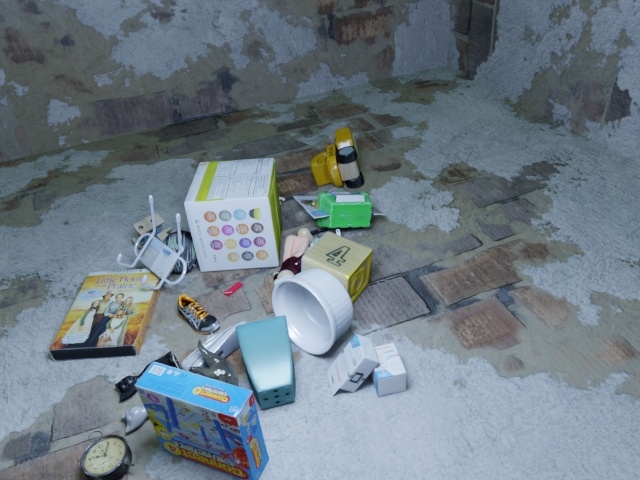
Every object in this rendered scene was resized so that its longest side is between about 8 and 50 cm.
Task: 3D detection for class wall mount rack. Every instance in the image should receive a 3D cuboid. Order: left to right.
[{"bbox_3d":[-0.638,0.011,2.081,0.350,0.130,0.304,29,89,36],"label":"wall mount rack"}]

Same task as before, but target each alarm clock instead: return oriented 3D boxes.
[{"bbox_3d":[-0.610,0.608,1.520,0.129,0.064,0.192,-28,44,-27],"label":"alarm clock"}]

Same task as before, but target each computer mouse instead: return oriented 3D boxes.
[{"bbox_3d":[0.000,0.000,2.291,0.105,0.042,0.193,-11,36,-9],"label":"computer mouse"}]

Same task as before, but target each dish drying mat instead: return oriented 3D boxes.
[{"bbox_3d":[-0.341,0.190,2.106,0.032,0.008,0.083,20,43,33],"label":"dish drying mat"}]

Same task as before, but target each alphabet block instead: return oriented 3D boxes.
[{"bbox_3d":[0.058,0.114,1.984,0.197,0.193,0.193,24,46,22],"label":"alphabet block"}]

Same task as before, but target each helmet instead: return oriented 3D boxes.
[{"bbox_3d":[-0.577,0.048,2.209,0.169,0.170,0.162,-2,23,4],"label":"helmet"}]

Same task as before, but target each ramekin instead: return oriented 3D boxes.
[{"bbox_3d":[-0.021,0.228,1.796,0.277,0.277,0.135,25,38,35],"label":"ramekin"}]

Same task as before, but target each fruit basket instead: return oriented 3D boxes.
[{"bbox_3d":[0.077,-0.168,2.393,0.326,0.166,0.353,-2,25,-17],"label":"fruit basket"}]

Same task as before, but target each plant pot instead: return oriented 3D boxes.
[{"bbox_3d":[-0.161,0.390,1.683,0.165,0.166,0.234,-11,44,-8],"label":"plant pot"}]

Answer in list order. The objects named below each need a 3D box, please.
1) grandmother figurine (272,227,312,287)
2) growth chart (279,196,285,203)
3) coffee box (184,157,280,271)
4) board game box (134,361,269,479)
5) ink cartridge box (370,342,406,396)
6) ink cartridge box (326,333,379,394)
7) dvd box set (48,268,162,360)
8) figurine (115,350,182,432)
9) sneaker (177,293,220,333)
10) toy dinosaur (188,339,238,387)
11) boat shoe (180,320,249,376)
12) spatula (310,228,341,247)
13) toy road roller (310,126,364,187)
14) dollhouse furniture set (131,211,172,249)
[{"bbox_3d":[-0.115,0.091,2.081,0.104,0.208,0.342,36,28,-13],"label":"grandmother figurine"},{"bbox_3d":[-0.286,-0.167,2.579,0.171,0.021,0.237,16,41,29],"label":"growth chart"},{"bbox_3d":[-0.342,-0.112,2.240,0.334,0.338,0.338,-4,35,2],"label":"coffee box"},{"bbox_3d":[-0.311,0.490,1.440,0.308,0.302,0.086,10,39,21],"label":"board game box"},{"bbox_3d":[0.203,0.396,1.679,0.092,0.090,0.143,-11,37,-7],"label":"ink cartridge box"},{"bbox_3d":[0.098,0.394,1.673,0.060,0.180,0.104,22,27,-26],"label":"ink cartridge box"},{"bbox_3d":[-0.783,0.265,2.016,0.307,0.062,0.421,-3,36,2],"label":"dvd box set"},{"bbox_3d":[-0.532,0.479,1.682,0.209,0.092,0.215,-24,40,-11],"label":"figurine"},{"bbox_3d":[-0.451,0.267,1.951,0.214,0.083,0.084,22,43,31],"label":"sneaker"},{"bbox_3d":[-0.315,0.446,1.665,0.160,0.121,0.314,-10,41,-19],"label":"toy dinosaur"},{"bbox_3d":[-0.353,0.356,1.814,0.088,0.096,0.267,27,55,30],"label":"boat shoe"},{"bbox_3d":[0.028,0.054,2.190,0.168,0.019,0.242,-11,52,0],"label":"spatula"},{"bbox_3d":[0.076,-0.401,2.708,0.240,0.203,0.330,-12,37,9],"label":"toy road roller"},{"bbox_3d":[-0.720,-0.001,2.353,0.184,0.129,0.129,45,55,12],"label":"dollhouse furniture set"}]
